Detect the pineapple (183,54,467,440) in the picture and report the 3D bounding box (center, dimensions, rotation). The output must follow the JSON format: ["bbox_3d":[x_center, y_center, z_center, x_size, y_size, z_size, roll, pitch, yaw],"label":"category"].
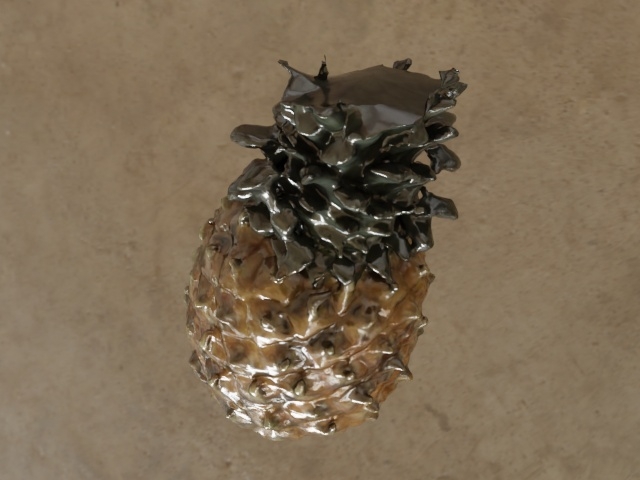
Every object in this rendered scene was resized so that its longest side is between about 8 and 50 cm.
[{"bbox_3d":[0.000,0.000,0.532,0.158,0.158,0.279,46,151,20],"label":"pineapple"}]
